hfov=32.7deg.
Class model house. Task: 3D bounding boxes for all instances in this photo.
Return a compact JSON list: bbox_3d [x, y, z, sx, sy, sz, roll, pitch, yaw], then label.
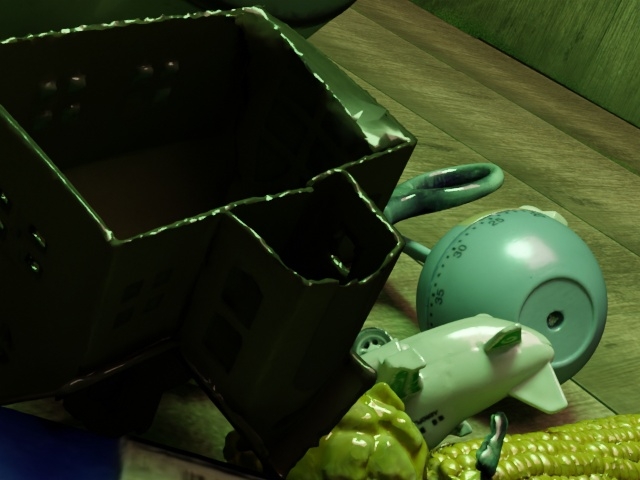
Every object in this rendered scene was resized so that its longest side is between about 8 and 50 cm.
[{"bbox_3d":[-0.076,0.038,0.573,0.211,0.243,0.204,-20,57,-40],"label":"model house"}]

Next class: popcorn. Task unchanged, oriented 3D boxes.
[{"bbox_3d":[0.006,0.132,0.618,0.106,0.121,0.116,52,16,-26],"label":"popcorn"}]

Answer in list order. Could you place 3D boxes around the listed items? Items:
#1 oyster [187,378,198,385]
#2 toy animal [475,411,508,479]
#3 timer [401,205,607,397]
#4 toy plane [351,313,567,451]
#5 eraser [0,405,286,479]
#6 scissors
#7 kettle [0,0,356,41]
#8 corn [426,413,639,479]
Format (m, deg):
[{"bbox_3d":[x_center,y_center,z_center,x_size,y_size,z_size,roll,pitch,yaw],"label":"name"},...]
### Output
[{"bbox_3d":[-0.080,0.083,0.770,0.100,0.037,0.098,-6,9,-16],"label":"oyster"},{"bbox_3d":[0.168,0.212,0.605,0.253,0.070,0.079,39,32,0],"label":"toy animal"},{"bbox_3d":[0.154,0.029,0.953,0.175,0.175,0.255,18,24,-14],"label":"timer"},{"bbox_3d":[0.071,0.101,0.723,0.174,0.174,0.080,7,55,-38],"label":"toy plane"},{"bbox_3d":[-0.047,0.173,0.470,0.332,0.101,0.155,18,21,-12],"label":"eraser"},{"bbox_3d":[0.000,0.000,0.909,0.256,0.029,0.383,-6,15,22],"label":"scissors"},{"bbox_3d":[-0.190,-0.193,0.732,0.361,0.250,0.377,15,-22,-33],"label":"kettle"},{"bbox_3d":[0.159,0.169,0.716,0.293,0.106,0.106,3,28,-40],"label":"corn"}]
